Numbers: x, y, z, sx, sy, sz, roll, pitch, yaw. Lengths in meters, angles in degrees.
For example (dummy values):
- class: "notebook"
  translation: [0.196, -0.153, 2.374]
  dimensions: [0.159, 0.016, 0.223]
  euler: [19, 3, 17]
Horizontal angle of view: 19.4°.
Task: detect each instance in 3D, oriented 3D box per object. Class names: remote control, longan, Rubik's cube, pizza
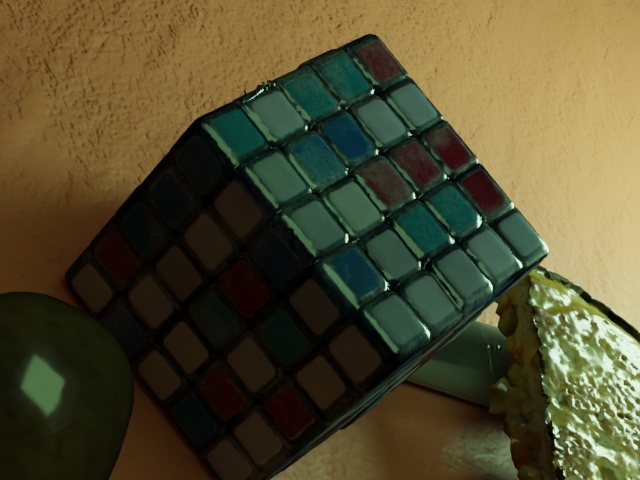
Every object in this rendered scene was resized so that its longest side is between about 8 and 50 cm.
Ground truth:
- class: "remote control"
  translation: [0.184, 0.129, 2.103]
  dimensions: [0.313, 0.055, 0.109]
  euler: [19, 43, -31]
- class: "longan"
  translation: [-0.251, 0.139, 1.546]
  dimensions: [0.196, 0.196, 0.220]
  euler: [40, 41, -7]
- class: "Rubik's cube"
  translation: [-0.015, 0.023, 1.792]
  dimensions: [0.287, 0.293, 0.292]
  euler: [52, 41, 7]
- class: "pizza"
  translation: [0.293, 0.250, 1.994]
  dimensions: [0.440, 0.130, 0.406]
  euler: [41, 43, 3]
